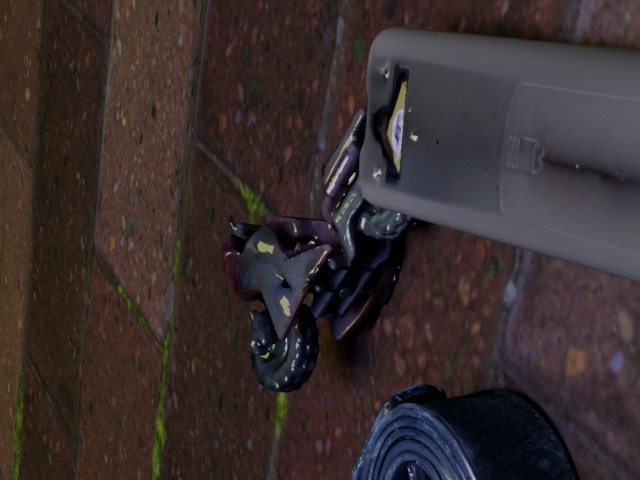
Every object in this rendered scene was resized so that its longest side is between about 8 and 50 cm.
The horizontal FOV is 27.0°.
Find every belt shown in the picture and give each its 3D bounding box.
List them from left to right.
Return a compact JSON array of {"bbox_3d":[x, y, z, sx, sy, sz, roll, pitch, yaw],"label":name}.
[{"bbox_3d":[0.079,0.176,0.746,0.141,0.082,0.190,-10,85,58],"label":"belt"}]

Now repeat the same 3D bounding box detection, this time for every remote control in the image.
[{"bbox_3d":[0.108,-0.044,0.667,0.313,0.055,0.109,19,108,54],"label":"remote control"}]

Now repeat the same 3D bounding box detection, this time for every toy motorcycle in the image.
[{"bbox_3d":[0.001,0.000,0.892,0.213,0.082,0.122,-56,50,33],"label":"toy motorcycle"}]
